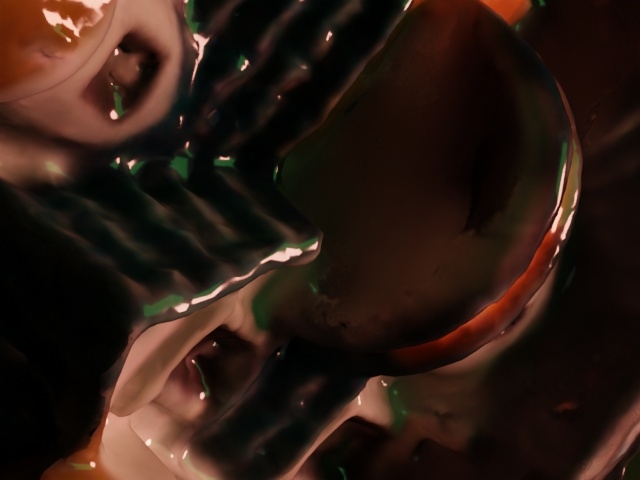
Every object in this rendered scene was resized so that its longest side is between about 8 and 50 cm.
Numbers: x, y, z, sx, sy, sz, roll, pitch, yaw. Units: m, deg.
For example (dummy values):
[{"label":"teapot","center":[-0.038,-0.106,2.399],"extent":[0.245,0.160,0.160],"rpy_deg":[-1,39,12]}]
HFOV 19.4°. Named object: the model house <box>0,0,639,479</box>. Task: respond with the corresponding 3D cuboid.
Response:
[{"label":"model house","center":[-0.019,-0.008,0.500],"extent":[0.190,0.271,0.301],"rpy_deg":[44,3,23]}]
